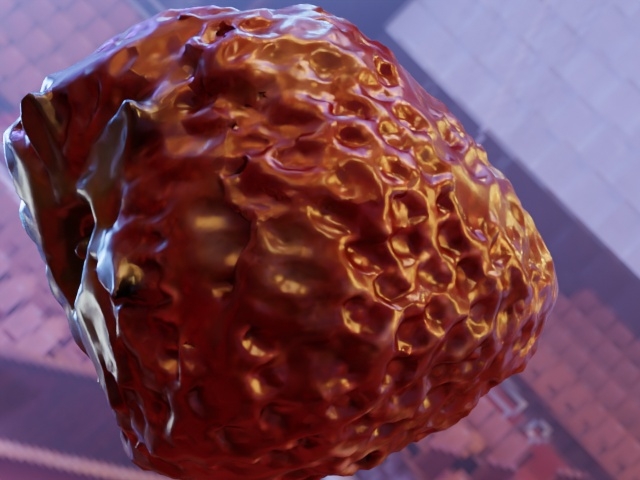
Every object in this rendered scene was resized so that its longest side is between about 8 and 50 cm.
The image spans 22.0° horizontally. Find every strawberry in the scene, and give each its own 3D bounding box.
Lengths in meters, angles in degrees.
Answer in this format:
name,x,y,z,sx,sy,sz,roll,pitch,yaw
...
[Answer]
name,x,y,z,sx,sy,sz,roll,pitch,yaw
strawberry,-0.008,-0.006,0.968,0.292,0.310,0.291,161,-90,-80
